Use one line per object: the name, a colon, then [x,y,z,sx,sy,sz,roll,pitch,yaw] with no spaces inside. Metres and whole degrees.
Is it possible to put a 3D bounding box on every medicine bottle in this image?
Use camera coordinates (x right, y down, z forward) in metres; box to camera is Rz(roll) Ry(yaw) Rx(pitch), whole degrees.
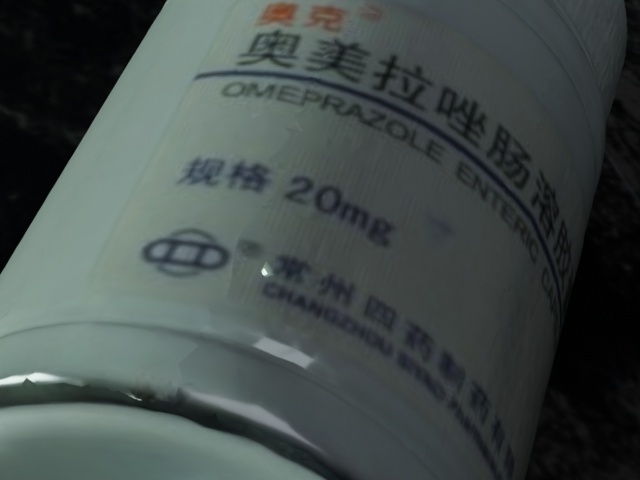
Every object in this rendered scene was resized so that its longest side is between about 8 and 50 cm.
medicine bottle: [0.000,0.000,0.600,0.190,0.190,0.332,23,46,-1]
